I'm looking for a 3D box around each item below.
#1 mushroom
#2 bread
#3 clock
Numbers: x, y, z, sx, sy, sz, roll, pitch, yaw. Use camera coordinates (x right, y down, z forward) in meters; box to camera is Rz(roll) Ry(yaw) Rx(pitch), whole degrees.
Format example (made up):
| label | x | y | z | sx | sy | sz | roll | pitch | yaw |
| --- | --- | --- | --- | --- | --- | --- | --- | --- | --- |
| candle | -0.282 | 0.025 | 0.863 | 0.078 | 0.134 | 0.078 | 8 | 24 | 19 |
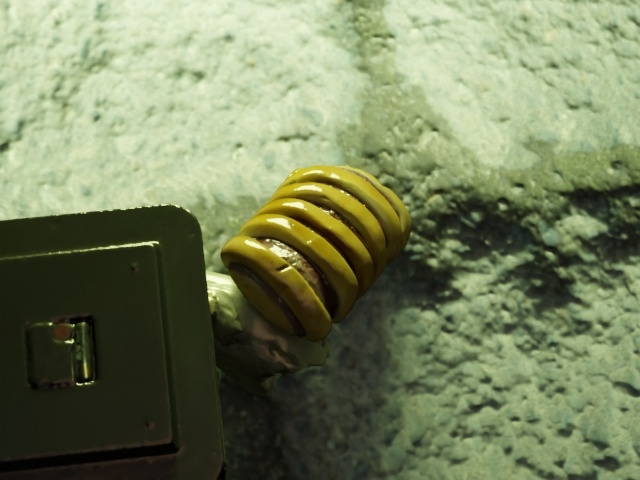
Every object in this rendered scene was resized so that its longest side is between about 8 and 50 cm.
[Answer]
| label | x | y | z | sx | sy | sz | roll | pitch | yaw |
| --- | --- | --- | --- | --- | --- | --- | --- | --- | --- |
| mushroom | -0.124 | 0.071 | 1.825 | 0.278 | 0.099 | 0.096 | 17 | 118 | -7 |
| bread | 0.000 | 0.000 | 1.832 | 0.134 | 0.081 | 0.225 | 35 | 41 | 3 |
| clock | -0.231 | 0.108 | 1.737 | 0.273 | 0.049 | 0.279 | -7 | 74 | -2 |
